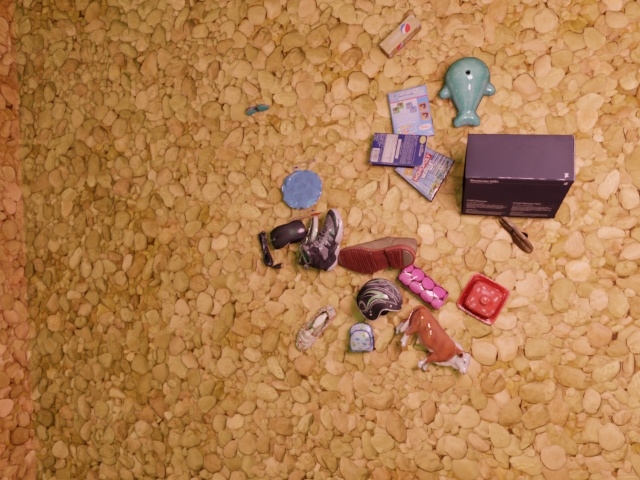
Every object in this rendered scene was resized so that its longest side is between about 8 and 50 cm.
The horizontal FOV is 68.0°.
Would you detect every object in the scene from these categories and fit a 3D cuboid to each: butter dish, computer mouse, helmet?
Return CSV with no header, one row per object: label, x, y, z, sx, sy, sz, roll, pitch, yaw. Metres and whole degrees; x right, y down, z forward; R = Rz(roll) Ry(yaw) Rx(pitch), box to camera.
butter dish,0.624,0.224,1.809,0.159,0.118,0.160,30,94,15
computer mouse,-0.168,0.023,2.023,0.262,0.060,0.184,-16,83,34
helmet,0.240,0.230,1.889,0.161,0.169,0.169,-45,76,25

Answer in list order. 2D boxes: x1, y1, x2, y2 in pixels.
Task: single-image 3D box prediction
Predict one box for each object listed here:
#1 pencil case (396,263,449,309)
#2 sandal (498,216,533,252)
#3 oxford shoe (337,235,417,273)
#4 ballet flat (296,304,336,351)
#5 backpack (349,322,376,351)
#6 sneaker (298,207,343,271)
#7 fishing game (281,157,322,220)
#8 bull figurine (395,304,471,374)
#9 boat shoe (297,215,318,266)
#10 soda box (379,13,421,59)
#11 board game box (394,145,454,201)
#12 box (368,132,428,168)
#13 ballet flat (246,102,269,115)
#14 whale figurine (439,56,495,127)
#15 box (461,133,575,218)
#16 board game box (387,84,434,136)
pencil case,0.411,0.178,1.887,0.209,0.095,0.098,41,61,12
sandal,0.761,-0.032,1.824,0.049,0.072,0.180,-32,74,-11
oxford shoe,0.232,0.052,1.943,0.348,0.130,0.123,-2,121,28
ballet flat,-0.031,0.368,1.994,0.091,0.077,0.241,39,97,13
backpack,0.168,0.395,1.936,0.104,0.084,0.114,-4,82,12
sneaker,0.000,0.000,1.933,0.101,0.153,0.269,29,115,57
fishing game,-0.080,-0.220,2.067,0.189,0.041,0.264,-12,75,13
bull figurine,0.438,0.407,1.855,0.188,0.101,0.310,-38,78,11
boat shoe,-0.054,0.001,2.017,0.070,0.078,0.220,11,90,-2
soda box,0.335,-0.854,1.989,0.181,0.058,0.061,-42,78,8
board game box,0.412,-0.286,1.930,0.194,0.060,0.194,29,94,14
box,0.317,-0.365,1.923,0.225,0.036,0.137,9,81,25
ballet flat,-0.286,-0.601,2.148,0.114,0.041,0.041,-14,83,13
whale figurine,0.577,-0.586,1.864,0.216,0.141,0.272,2,87,15
box,0.692,-0.225,1.705,0.343,0.312,0.179,4,71,15
board game box,0.375,-0.521,1.966,0.160,0.039,0.212,-9,83,15
